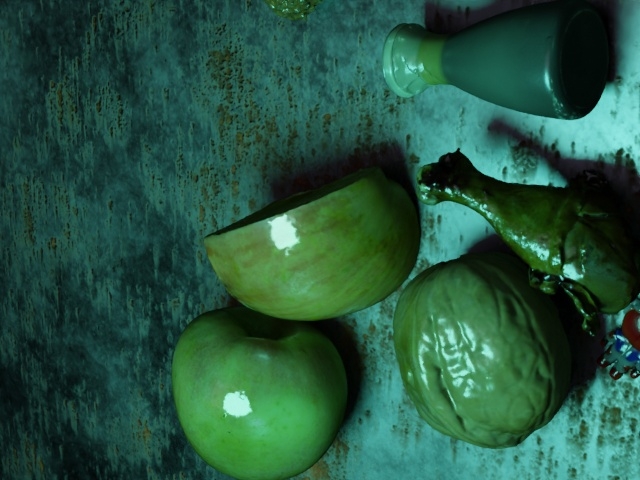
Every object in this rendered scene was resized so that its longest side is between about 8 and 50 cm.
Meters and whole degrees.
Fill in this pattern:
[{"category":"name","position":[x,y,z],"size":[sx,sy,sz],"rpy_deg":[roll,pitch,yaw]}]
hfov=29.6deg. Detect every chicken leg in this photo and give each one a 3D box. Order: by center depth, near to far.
[{"category":"chicken leg","position":[0.337,-0.041,1.804],"size":[0.361,0.211,0.140],"rpy_deg":[42,150,14]}]

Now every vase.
[{"category":"vase","position":[0.252,-0.272,1.817],"size":[0.321,0.173,0.173],"rpy_deg":[8,108,39]}]

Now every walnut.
[{"category":"walnut","position":[0.252,0.175,1.891],"size":[0.277,0.252,0.313],"rpy_deg":[-19,95,25]}]

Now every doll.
[{"category":"doll","position":[0.491,0.141,1.832],"size":[0.104,0.062,0.194],"rpy_deg":[59,138,28]}]

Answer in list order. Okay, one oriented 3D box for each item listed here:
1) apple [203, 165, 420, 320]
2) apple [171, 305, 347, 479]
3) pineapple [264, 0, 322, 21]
[{"category":"apple","position":[0.000,0.000,2.058],"size":[0.309,0.314,0.252],"rpy_deg":[-12,55,38]},{"category":"apple","position":[-0.111,0.275,2.148],"size":[0.319,0.319,0.277],"rpy_deg":[23,113,29]},{"category":"pineapple","position":[0.015,-0.476,1.953],"size":[0.277,0.119,0.130],"rpy_deg":[-47,56,33]}]
